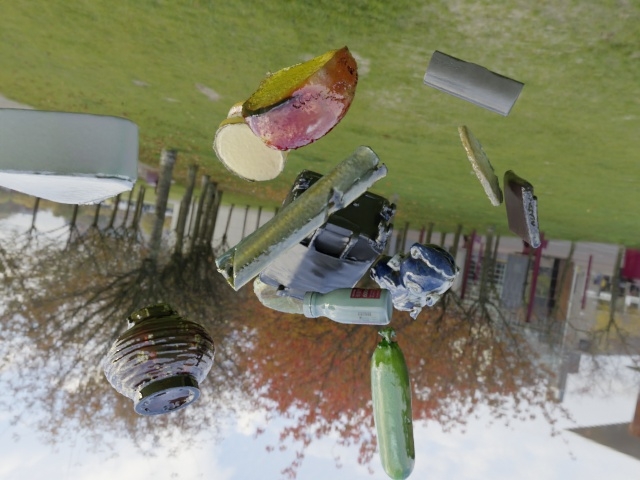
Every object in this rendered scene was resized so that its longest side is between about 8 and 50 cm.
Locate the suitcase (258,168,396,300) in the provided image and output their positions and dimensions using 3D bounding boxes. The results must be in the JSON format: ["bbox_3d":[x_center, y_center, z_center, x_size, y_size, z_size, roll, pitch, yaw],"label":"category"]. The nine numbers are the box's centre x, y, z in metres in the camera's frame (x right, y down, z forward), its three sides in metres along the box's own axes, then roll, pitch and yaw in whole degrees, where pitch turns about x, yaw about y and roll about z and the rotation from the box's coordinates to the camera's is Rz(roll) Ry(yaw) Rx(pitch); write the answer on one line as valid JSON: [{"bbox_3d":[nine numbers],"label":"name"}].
[{"bbox_3d":[0.000,0.000,1.424,0.283,0.194,0.434,18,143,-8],"label":"suitcase"}]

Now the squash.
[{"bbox_3d":[0.174,0.397,1.320,0.101,0.379,0.101,-6,-175,1],"label":"squash"}]

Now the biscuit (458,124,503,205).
[{"bbox_3d":[0.448,-0.211,1.516,0.040,0.266,0.188,-27,159,24],"label":"biscuit"}]

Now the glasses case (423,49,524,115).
[{"bbox_3d":[0.305,-0.318,1.098,0.190,0.072,0.042,27,-159,15],"label":"glasses case"}]

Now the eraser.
[{"bbox_3d":[-0.544,-0.183,1.203,0.331,0.150,0.331,1,171,0],"label":"eraser"}]

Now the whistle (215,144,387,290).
[{"bbox_3d":[-0.029,-0.040,0.897,0.068,0.326,0.057,48,170,27],"label":"whistle"}]

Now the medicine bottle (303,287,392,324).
[{"bbox_3d":[0.068,0.162,1.368,0.216,0.091,0.090,0,177,19],"label":"medicine bottle"}]

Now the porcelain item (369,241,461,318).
[{"bbox_3d":[0.242,0.087,1.440,0.186,0.138,0.288,43,157,7],"label":"porcelain item"}]

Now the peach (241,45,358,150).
[{"bbox_3d":[-0.020,-0.183,0.728,0.172,0.127,0.092,-20,125,23],"label":"peach"}]

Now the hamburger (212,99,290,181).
[{"bbox_3d":[-0.212,-0.342,1.891,0.260,0.186,0.303,6,139,21],"label":"hamburger"}]

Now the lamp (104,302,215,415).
[{"bbox_3d":[-0.360,0.262,1.229,0.246,0.247,0.247,10,180,0],"label":"lamp"}]

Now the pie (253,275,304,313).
[{"bbox_3d":[-0.073,0.162,1.792,0.306,0.071,0.306,-2,145,-1],"label":"pie"}]

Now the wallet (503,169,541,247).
[{"bbox_3d":[0.542,-0.088,1.466,0.049,0.182,0.229,-9,-167,9],"label":"wallet"}]
